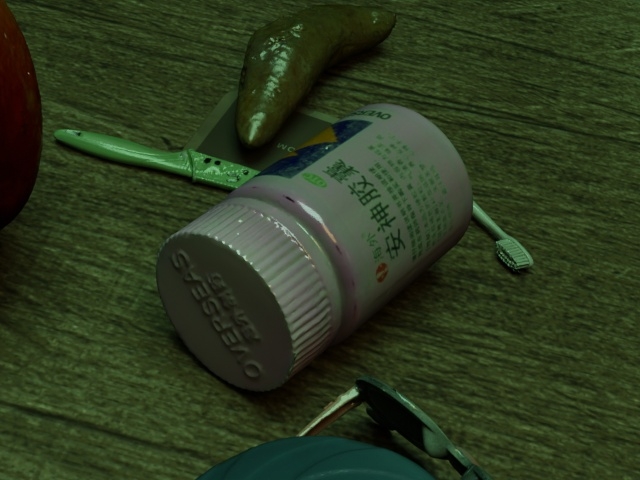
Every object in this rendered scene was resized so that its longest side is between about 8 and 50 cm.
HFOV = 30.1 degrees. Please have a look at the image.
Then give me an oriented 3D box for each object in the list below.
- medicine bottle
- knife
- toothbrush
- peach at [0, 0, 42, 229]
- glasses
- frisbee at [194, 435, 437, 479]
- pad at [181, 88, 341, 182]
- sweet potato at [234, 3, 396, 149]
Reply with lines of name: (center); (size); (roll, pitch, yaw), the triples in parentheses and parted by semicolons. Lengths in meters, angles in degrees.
medicine bottle: (0.000, 0.000, 1.145); (0.178, 0.178, 0.290); (33, 46, 24)
knife: (-0.156, -0.087, 1.325); (0.293, 0.020, 0.043); (15, 50, 5)
toothbrush: (0.146, -0.062, 1.356); (0.024, 0.021, 0.288); (-9, 45, -36)
peach: (-0.432, -0.121, 1.059); (0.388, 0.388, 0.388); (6, 42, -5)
glasses: (0.026, 0.258, 0.975); (0.268, 0.118, 0.234); (-36, 59, -16)
frisbee: (-0.016, 0.268, 0.873); (0.289, 0.049, 0.289); (-5, 54, 7)
pad: (-0.014, -0.098, 1.382); (0.266, 0.002, 0.176); (19, 43, 10)
sweet potato: (-0.030, -0.222, 1.445); (0.114, 0.092, 0.341); (38, 46, 5)
